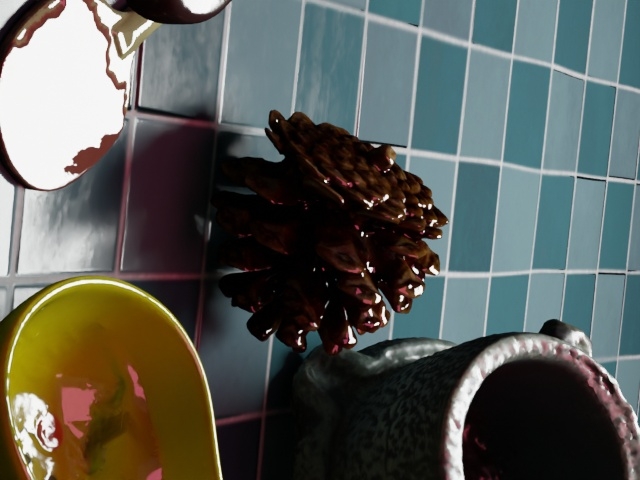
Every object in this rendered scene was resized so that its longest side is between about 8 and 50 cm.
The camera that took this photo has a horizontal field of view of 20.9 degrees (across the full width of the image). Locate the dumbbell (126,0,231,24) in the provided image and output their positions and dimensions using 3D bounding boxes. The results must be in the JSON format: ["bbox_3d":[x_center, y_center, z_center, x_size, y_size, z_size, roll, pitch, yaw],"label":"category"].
[{"bbox_3d":[-0.159,-0.193,1.005,0.124,0.225,0.140,-61,142,-41],"label":"dumbbell"}]

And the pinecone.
[{"bbox_3d":[0.000,0.000,1.408,0.208,0.208,0.207,-22,115,-59],"label":"pinecone"}]

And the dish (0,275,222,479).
[{"bbox_3d":[-0.165,0.161,1.159,0.221,0.108,0.262,-9,84,-60],"label":"dish"}]

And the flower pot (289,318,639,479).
[{"bbox_3d":[0.107,0.204,1.564,0.299,0.283,0.299,10,71,-31],"label":"flower pot"}]

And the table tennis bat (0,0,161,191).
[{"bbox_3d":[-0.161,-0.130,1.240,0.234,0.022,0.131,-52,138,-43],"label":"table tennis bat"}]
